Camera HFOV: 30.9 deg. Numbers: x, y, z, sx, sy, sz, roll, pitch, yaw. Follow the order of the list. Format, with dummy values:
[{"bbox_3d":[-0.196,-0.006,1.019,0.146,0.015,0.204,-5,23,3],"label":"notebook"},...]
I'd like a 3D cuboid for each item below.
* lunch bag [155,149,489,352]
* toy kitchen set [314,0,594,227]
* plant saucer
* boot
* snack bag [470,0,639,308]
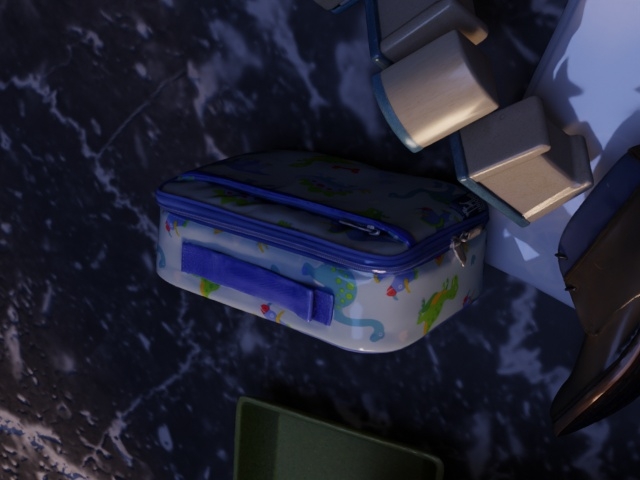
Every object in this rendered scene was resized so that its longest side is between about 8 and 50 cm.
[{"bbox_3d":[0.000,0.000,0.830,0.219,0.176,0.090,17,115,32],"label":"lunch bag"},{"bbox_3d":[0.083,-0.126,0.801,0.122,0.207,0.166,-27,141,32],"label":"toy kitchen set"},{"bbox_3d":[0.016,0.230,1.001,0.188,0.045,0.188,15,115,22],"label":"plant saucer"},{"bbox_3d":[0.203,0.038,0.793,0.106,0.082,0.219,55,133,28],"label":"boot"},{"bbox_3d":[0.285,-0.049,0.762,0.343,0.037,0.323,30,120,14],"label":"snack bag"}]
